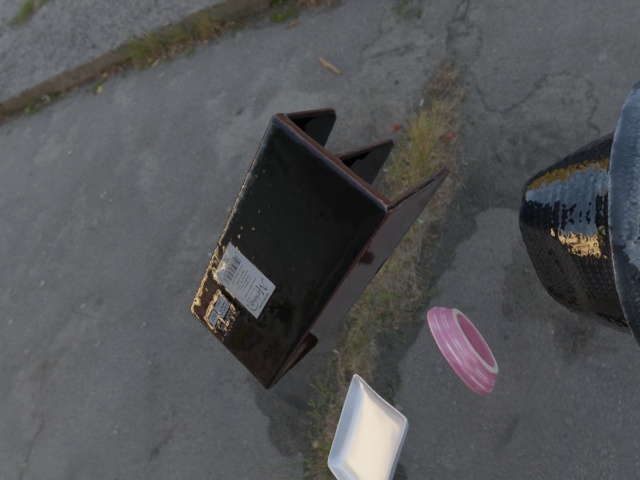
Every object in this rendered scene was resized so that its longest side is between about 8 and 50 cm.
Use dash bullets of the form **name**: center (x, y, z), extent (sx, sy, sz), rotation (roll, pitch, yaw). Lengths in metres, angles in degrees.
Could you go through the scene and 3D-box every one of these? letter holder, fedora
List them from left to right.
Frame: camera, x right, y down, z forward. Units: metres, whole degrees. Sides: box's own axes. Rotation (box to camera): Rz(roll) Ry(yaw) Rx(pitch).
- **letter holder**: center (0.000, 0.000, 0.607), extent (0.152, 0.214, 0.302), rotation (41, 126, 14)
- **fedora**: center (0.313, -0.001, 0.481), extent (0.152, 0.334, 0.334), rotation (-4, 59, 55)

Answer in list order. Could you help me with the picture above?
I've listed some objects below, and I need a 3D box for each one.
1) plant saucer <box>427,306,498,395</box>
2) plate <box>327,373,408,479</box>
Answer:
- **plant saucer**: center (0.497, 0.359, 1.636), extent (0.084, 0.332, 0.332), rotation (-38, 51, 20)
- **plate**: center (0.125, 0.529, 1.240), extent (0.277, 0.045, 0.278), rotation (20, 93, 65)
